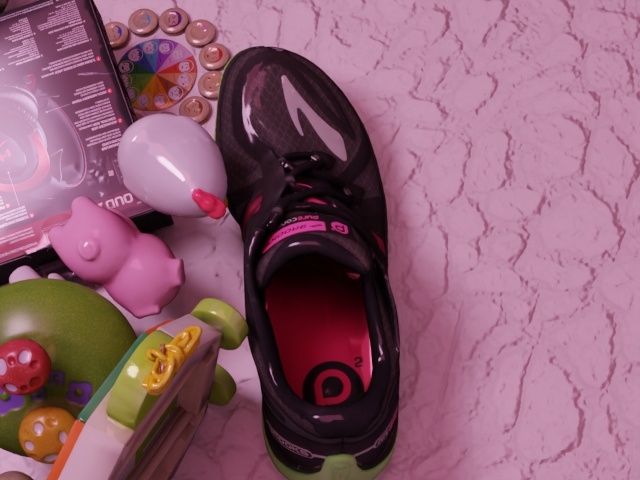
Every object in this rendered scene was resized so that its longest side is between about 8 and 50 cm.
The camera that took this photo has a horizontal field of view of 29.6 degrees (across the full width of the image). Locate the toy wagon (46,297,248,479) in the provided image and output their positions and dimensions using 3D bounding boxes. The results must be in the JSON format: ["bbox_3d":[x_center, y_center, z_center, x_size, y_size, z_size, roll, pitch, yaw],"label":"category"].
[{"bbox_3d":[-0.159,0.168,1.075,0.068,0.344,0.267,28,55,9],"label":"toy wagon"}]

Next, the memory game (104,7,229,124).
[{"bbox_3d":[-0.196,-0.197,1.426,0.186,0.012,0.186,-2,66,5],"label":"memory game"}]

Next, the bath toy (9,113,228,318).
[{"bbox_3d":[-0.203,0.039,1.200,0.129,0.151,0.348,43,101,32],"label":"bath toy"}]

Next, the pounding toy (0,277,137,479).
[{"bbox_3d":[-0.275,0.155,1.113,0.183,0.110,0.237,41,100,-14],"label":"pounding toy"}]

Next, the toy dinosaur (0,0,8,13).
[{"bbox_3d":[-0.404,-0.337,1.406,0.121,0.313,0.160,-19,39,-31],"label":"toy dinosaur"}]

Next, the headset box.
[{"bbox_3d":[-0.302,-0.095,1.312,0.218,0.110,0.293,-21,81,-3],"label":"headset box"}]

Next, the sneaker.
[{"bbox_3d":[0.000,0.000,1.210,0.185,0.202,0.482,-9,67,-9],"label":"sneaker"}]
